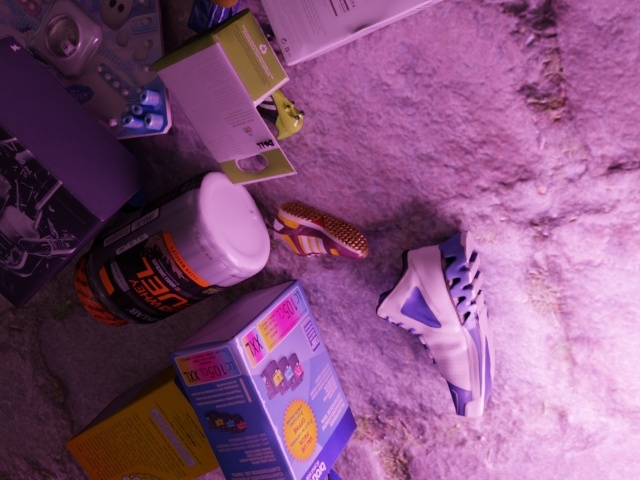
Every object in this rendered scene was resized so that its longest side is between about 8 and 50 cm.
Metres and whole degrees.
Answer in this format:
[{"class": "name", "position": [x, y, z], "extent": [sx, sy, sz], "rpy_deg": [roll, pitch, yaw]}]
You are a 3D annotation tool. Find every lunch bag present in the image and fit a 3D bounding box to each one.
[{"class": "lunch bag", "position": [-0.180, -0.389, 1.215], "extent": [0.065, 0.067, 0.098], "rpy_deg": [27, 117, 10]}]

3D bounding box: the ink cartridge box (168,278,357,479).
[{"class": "ink cartridge box", "position": [-0.079, 0.309, 1.308], "extent": [0.151, 0.270, 0.395], "rpy_deg": [-14, 103, 28]}]

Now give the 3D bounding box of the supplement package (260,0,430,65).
[{"class": "supplement package", "position": [0.048, -0.387, 1.100], "extent": [0.244, 0.139, 0.133], "rpy_deg": [-19, 102, 22]}]

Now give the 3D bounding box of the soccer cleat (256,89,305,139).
[{"class": "soccer cleat", "position": [-0.102, -0.258, 1.241], "extent": [0.072, 0.060, 0.179], "rpy_deg": [-32, 97, 33]}]

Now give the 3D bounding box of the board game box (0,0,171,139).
[{"class": "board game box", "position": [-0.469, -0.371, 1.283], "extent": [0.390, 0.050, 0.389], "rpy_deg": [-4, 94, 20]}]

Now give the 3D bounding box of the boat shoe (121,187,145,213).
[{"class": "boat shoe", "position": [-0.432, -0.155, 1.372], "extent": [0.089, 0.109, 0.258], "rpy_deg": [-36, 78, 16]}]

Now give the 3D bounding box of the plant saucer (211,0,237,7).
[{"class": "plant saucer", "position": [-0.210, -0.597, 1.110], "extent": [0.333, 0.081, 0.332], "rpy_deg": [32, 103, 6]}]

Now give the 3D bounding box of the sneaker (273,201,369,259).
[{"class": "sneaker", "position": [0.000, 0.000, 1.294], "extent": [0.186, 0.069, 0.083], "rpy_deg": [28, 123, 14]}]

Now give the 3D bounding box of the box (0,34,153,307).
[{"class": "box", "position": [-0.537, -0.113, 1.234], "extent": [0.343, 0.179, 0.312], "rpy_deg": [45, 122, -11]}]

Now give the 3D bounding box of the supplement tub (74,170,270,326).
[{"class": "supplement tub", "position": [-0.282, 0.028, 1.316], "extent": [0.338, 0.207, 0.207], "rpy_deg": [-26, 98, 25]}]

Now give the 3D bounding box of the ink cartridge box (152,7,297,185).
[{"class": "ink cartridge box", "position": [-0.137, -0.229, 1.187], "extent": [0.189, 0.097, 0.255], "rpy_deg": [-5, 124, 48]}]

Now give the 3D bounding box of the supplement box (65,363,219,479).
[{"class": "supplement box", "position": [-0.303, 0.377, 1.449], "extent": [0.357, 0.194, 0.195], "rpy_deg": [-32, 96, 26]}]

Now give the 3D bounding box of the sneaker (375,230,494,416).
[{"class": "sneaker", "position": [0.200, 0.144, 1.249], "extent": [0.182, 0.127, 0.315], "rpy_deg": [-6, 99, 24]}]
